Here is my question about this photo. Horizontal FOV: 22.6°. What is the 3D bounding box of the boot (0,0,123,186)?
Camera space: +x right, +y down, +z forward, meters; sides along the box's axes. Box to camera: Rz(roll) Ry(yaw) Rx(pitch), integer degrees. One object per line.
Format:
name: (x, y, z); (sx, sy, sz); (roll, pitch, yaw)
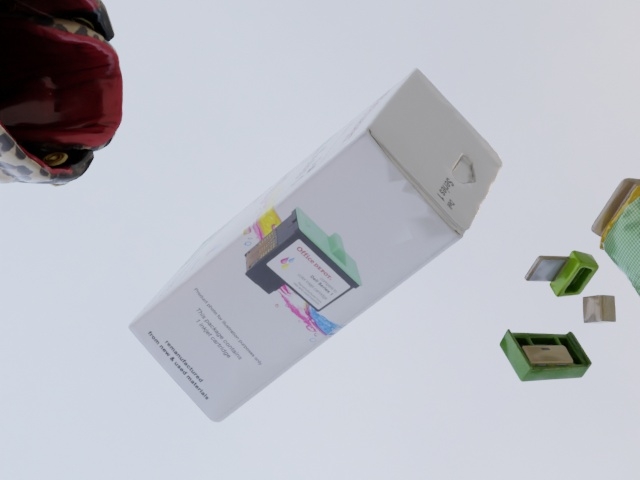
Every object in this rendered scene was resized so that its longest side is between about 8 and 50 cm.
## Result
boot: (-0.258, -0.084, 0.988); (0.377, 0.284, 0.138); (42, -128, -68)

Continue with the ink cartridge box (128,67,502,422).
ink cartridge box: (0.000, 0.000, 1.338); (0.117, 0.278, 0.201); (49, -156, -6)

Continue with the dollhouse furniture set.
dollhouse furniture set: (0.184, 0.029, 1.095); (0.058, 0.152, 0.076); (3, -137, -32)
